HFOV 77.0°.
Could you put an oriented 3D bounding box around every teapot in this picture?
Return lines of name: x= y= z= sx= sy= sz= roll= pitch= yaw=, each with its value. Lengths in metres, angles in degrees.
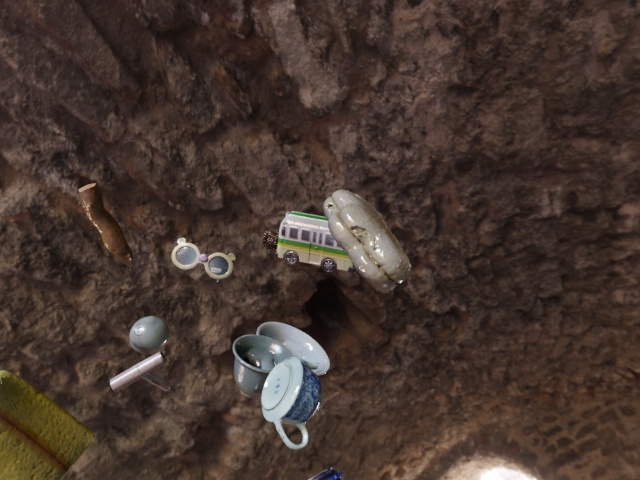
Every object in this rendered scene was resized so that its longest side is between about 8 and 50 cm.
teapot: x=-0.055 y=0.389 z=0.997 sx=0.159 sy=0.232 sz=0.159 roll=5 pitch=-45 yaw=5

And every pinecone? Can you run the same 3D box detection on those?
pinecone: x=-0.196 y=-0.001 z=1.576 sx=0.077 sy=0.083 sz=0.077 roll=-6 pitch=-78 yaw=-29

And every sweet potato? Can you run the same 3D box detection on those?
sweet potato: x=-0.598 y=-0.024 z=1.142 sx=0.067 sy=0.059 sz=0.281 roll=4 pitch=-57 yaw=32

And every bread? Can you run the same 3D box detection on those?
bread: x=-0.847 y=0.520 z=1.080 sx=0.245 sy=0.233 sz=0.362 roll=-12 pitch=-62 yaw=31
bread: x=0.093 y=-0.028 z=0.943 sx=0.102 sy=0.337 sz=0.183 roll=-40 pitch=-63 yaw=14

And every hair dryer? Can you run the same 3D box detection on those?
hair dryer: x=-0.647 y=0.539 z=1.526 sx=0.195 sy=0.053 sz=0.220 roll=-28 pitch=-47 yaw=-14

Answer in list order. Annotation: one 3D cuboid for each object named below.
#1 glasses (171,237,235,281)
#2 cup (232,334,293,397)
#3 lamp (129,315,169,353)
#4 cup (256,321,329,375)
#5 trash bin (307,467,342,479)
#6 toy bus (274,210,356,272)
glasses: x=-0.385 y=0.099 z=1.304 sx=0.189 sy=0.088 sz=0.220 roll=18 pitch=-32 yaw=-10
cup: x=-0.204 y=0.418 z=1.290 sx=0.199 sy=0.199 sz=0.150 roll=11 pitch=-73 yaw=-31
lamp: x=-0.480 y=0.264 z=1.127 sx=0.105 sy=0.105 sz=0.105 roll=-12 pitch=-44 yaw=-12
cup: x=-0.148 y=0.519 z=1.731 sx=0.347 sy=0.347 sz=0.163 roll=20 pitch=-76 yaw=-37
trash bin: x=0.021 y=0.839 z=1.203 sx=0.184 sy=0.234 sz=0.162 roll=9 pitch=-54 yaw=-52
toy bus: x=0.000 y=0.000 z=1.492 sx=0.305 sy=0.143 sz=0.179 roll=11 pitch=-66 yaw=10
